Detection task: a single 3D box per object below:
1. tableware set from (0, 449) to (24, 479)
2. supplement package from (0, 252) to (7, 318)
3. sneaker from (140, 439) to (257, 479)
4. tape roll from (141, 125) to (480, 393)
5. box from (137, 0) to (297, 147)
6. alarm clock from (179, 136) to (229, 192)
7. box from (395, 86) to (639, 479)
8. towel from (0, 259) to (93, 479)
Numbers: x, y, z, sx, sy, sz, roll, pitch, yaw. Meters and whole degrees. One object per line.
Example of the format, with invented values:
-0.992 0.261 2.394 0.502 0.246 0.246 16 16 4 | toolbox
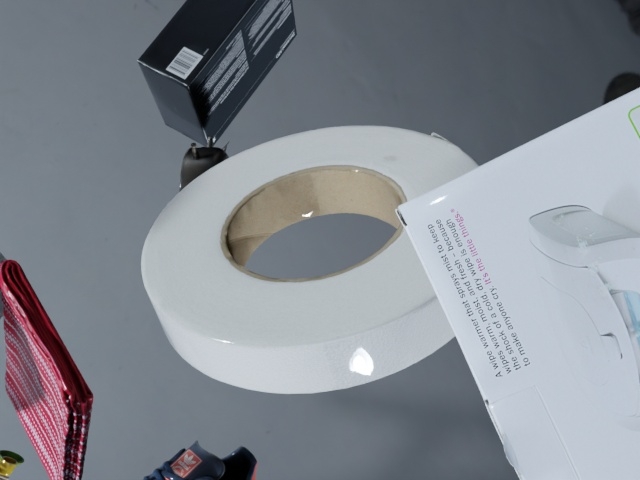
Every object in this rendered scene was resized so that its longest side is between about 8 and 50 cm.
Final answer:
-0.474 0.275 1.066 0.154 0.104 0.024 25 88 -9 | tableware set
-0.528 0.028 0.931 0.263 0.199 0.198 34 70 6 | supplement package
-0.236 0.389 1.233 0.350 0.131 0.148 3 112 -52 | sneaker
0.000 0.000 0.882 0.392 0.392 0.072 -43 135 -34 | tape roll
-0.151 -0.303 1.251 0.103 0.184 0.261 29 71 16 | box
-0.160 -0.050 1.155 0.064 0.129 0.192 4 103 5 | alarm clock
0.200 0.054 0.398 0.262 0.231 0.127 65 15 8 | box
-0.322 0.172 0.914 0.031 0.275 0.199 -20 59 -33 | towel
